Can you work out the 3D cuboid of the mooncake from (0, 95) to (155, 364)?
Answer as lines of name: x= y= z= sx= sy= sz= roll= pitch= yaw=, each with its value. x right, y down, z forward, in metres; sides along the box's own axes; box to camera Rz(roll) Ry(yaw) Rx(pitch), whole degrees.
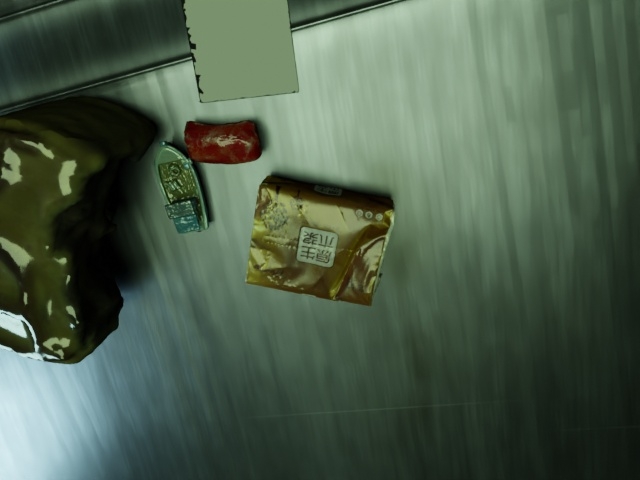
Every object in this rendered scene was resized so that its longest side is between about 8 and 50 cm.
mooncake: x=-0.421 y=-0.014 z=0.936 sx=0.394 sy=0.246 sz=0.393 roll=-23 pitch=103 yaw=20

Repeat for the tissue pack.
tissue pack: x=0.000 y=0.000 z=0.974 sx=0.226 sy=0.092 sz=0.183 roll=12 pitch=111 yaw=4

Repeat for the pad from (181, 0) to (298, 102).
pad: x=-0.132 y=-0.346 z=0.905 sx=0.170 sy=0.006 sz=0.245 roll=-5 pitch=110 yaw=6

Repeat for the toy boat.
toy boat: x=-0.236 y=-0.087 z=0.981 sx=0.069 sy=0.058 sz=0.172 roll=-10 pitch=109 yaw=9

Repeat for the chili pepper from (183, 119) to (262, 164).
chili pepper: x=-0.156 y=-0.160 z=0.943 sx=0.123 sy=0.070 sz=0.073 roll=-1 pitch=93 yaw=8
